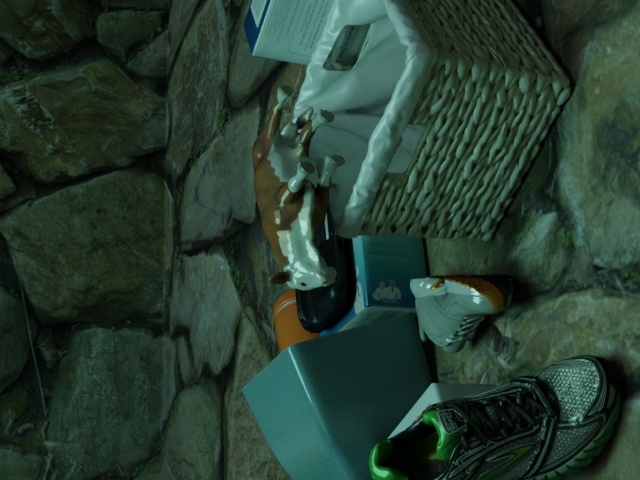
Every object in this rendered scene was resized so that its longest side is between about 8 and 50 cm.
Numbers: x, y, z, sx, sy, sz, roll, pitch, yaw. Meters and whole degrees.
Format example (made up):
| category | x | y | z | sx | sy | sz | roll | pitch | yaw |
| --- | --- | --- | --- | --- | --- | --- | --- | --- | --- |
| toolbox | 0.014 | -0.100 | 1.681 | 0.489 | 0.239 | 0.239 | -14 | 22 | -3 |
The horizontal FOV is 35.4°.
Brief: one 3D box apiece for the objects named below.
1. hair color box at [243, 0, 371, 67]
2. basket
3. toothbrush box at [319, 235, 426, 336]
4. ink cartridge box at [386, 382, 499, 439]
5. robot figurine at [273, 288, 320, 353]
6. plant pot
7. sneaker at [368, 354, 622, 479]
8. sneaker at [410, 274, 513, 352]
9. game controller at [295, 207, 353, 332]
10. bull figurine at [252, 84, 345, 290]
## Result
| category | x | y | z | sx | sy | sz | roll | pitch | yaw |
| --- | --- | --- | --- | --- | --- | --- | --- | --- | --- |
| hair color box | 0.066 | -0.371 | 1.648 | 0.105 | 0.347 | 0.174 | -107 | 32 | -46 |
| basket | 0.149 | -0.214 | 1.518 | 0.331 | 0.266 | 0.328 | -111 | 34 | -46 |
| toothbrush box | 0.082 | 0.020 | 1.807 | 0.216 | 0.126 | 0.296 | 131 | 139 | -57 |
| ink cartridge box | 0.199 | 0.379 | 1.441 | 0.211 | 0.121 | 0.289 | 120 | 148 | -44 |
| robot figurine | -0.026 | 0.184 | 2.036 | 0.158 | 0.128 | 0.219 | 79 | 177 | -52 |
| plant pot | 0.051 | 0.301 | 1.683 | 0.248 | 0.247 | 0.252 | -48 | 59 | 56 |
| sneaker | 0.218 | 0.248 | 1.262 | 0.343 | 0.146 | 0.134 | -33 | 49 | 14 |
| sneaker | 0.218 | 0.112 | 1.520 | 0.262 | 0.099 | 0.121 | 173 | 94 | -75 |
| game controller | 0.000 | 0.000 | 1.791 | 0.166 | 0.067 | 0.319 | -36 | 50 | 45 |
| bull figurine | -0.036 | -0.076 | 1.467 | 0.188 | 0.101 | 0.310 | -63 | 34 | 38 |
